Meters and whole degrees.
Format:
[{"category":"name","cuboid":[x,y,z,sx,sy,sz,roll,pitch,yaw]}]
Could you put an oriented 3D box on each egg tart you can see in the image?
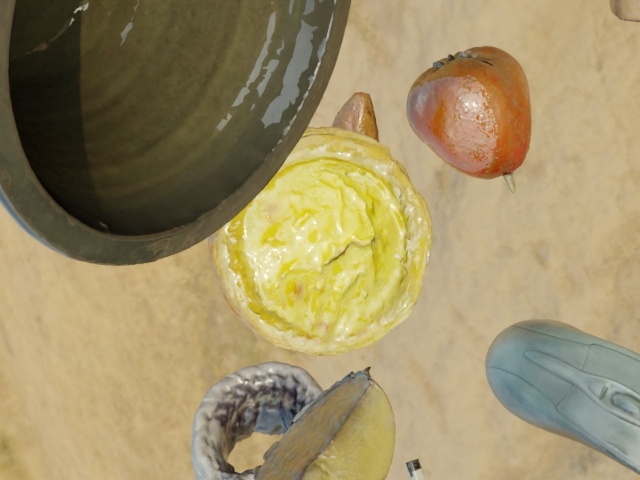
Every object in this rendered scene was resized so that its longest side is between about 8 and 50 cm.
[{"category":"egg tart","cuboid":[0.000,0.000,0.771,0.074,0.191,0.191,-57,-50,-74]}]

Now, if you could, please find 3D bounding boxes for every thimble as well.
[{"category":"thimble","cuboid":[-0.091,0.327,1.498,0.217,0.245,0.157,17,136,17]}]

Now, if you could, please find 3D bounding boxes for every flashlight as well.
[{"category":"flashlight","cuboid":[0.144,0.355,1.365,0.018,0.018,0.083,-30,75,57]}]

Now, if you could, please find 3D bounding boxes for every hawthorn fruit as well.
[{"category":"hawthorn fruit","cuboid":[0.257,-0.184,1.528,0.251,0.199,0.199,60,154,-10]}]

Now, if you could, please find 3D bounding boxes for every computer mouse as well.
[{"category":"computer mouse","cuboid":[0.441,0.245,1.591,0.371,0.188,0.122,25,171,28]}]

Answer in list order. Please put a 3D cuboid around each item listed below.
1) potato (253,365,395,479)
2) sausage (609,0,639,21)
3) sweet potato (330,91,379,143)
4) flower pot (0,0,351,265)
[{"category":"potato","cuboid":[-0.005,0.264,1.054,0.098,0.243,0.138,47,151,-12]},{"category":"sausage","cuboid":[0.444,-0.431,1.290,0.123,0.123,0.253,27,138,51]},{"category":"sweet potato","cuboid":[0.038,-0.109,1.422,0.097,0.097,0.251,44,141,38]},{"category":"flower pot","cuboid":[-0.106,-0.124,0.455,0.148,0.235,0.235,28,136,29]}]
